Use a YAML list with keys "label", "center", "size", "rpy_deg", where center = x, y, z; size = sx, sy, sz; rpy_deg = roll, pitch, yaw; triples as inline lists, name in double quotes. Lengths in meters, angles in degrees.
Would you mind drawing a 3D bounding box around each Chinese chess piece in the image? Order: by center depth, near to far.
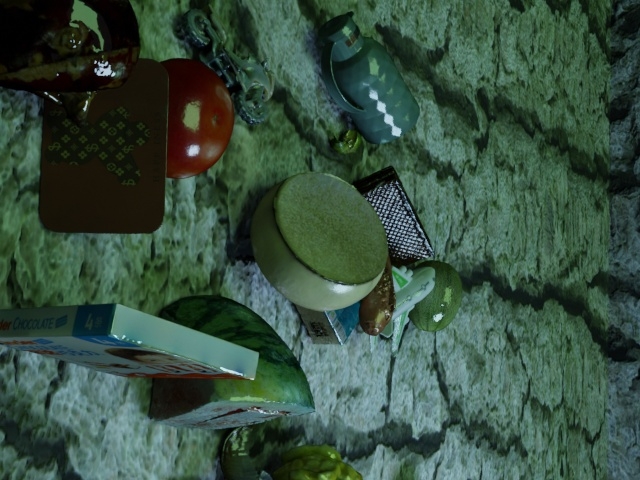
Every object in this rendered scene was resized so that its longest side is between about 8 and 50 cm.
- label: "Chinese chess piece"
  center: [0.000, 0.000, 1.505]
  size: [0.270, 0.112, 0.269]
  rpy_deg: [19, 50, -25]

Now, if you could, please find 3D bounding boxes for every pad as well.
- label: "pad"
  center: [-0.316, -0.142, 1.173]
  size: [0.181, 0.004, 0.266]
  rpy_deg: [1, 83, -12]

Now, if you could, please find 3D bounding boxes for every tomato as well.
- label: "tomato"
  center: [-0.220, -0.196, 1.288]
  size: [0.195, 0.136, 0.195]
  rpy_deg: [-5, 95, -62]

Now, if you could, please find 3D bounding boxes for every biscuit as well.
- label: "biscuit"
  center: [0.168, -0.044, 1.818]
  size: [0.070, 0.106, 0.252]
  rpy_deg: [-97, 160, -56]

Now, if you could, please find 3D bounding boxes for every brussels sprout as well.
- label: "brussels sprout"
  center: [0.054, -0.212, 1.747]
  size: [0.083, 0.046, 0.050]
  rpy_deg: [-27, 112, -41]

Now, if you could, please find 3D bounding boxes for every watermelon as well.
- label: "watermelon"
  center: [-0.169, 0.222, 1.349]
  size: [0.213, 0.201, 0.261]
  rpy_deg: [17, 30, -50]

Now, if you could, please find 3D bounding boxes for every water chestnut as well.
- label: "water chestnut"
  center: [-0.350, -0.263, 1.065]
  size: [0.224, 0.224, 0.238]
  rpy_deg: [-25, 122, -52]

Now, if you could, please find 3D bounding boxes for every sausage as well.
- label: "sausage"
  center: [0.105, 0.058, 1.650]
  size: [0.079, 0.087, 0.326]
  rpy_deg: [43, 27, -37]

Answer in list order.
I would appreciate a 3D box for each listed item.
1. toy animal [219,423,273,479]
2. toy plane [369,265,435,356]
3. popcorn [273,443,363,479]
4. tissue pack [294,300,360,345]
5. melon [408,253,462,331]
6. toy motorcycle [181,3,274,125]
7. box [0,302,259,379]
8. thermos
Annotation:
- label: "toy animal"
  center: [-0.144, 0.414, 1.350]
  size: [0.197, 0.160, 0.272]
  rpy_deg: [33, 54, -45]
- label: "toy plane"
  center: [0.171, 0.129, 1.787]
  size: [0.255, 0.101, 0.251]
  rpy_deg: [-42, 140, -37]
- label: "popcorn"
  center: [-0.008, 0.485, 1.481]
  size: [0.217, 0.181, 0.234]
  rpy_deg: [-47, 130, -53]
- label: "tissue pack"
  center: [0.007, 0.114, 1.615]
  size: [0.120, 0.082, 0.169]
  rpy_deg: [-53, 127, -43]
- label: "melon"
  center: [0.273, 0.125, 1.924]
  size: [0.139, 0.139, 0.192]
  rpy_deg: [24, 71, -50]
- label: "toy motorcycle"
  center: [-0.160, -0.318, 1.435]
  size: [0.229, 0.094, 0.129]
  rpy_deg: [57, 39, -16]
- label: "box"
  center: [-0.270, 0.143, 1.083]
  size: [0.265, 0.274, 0.048]
  rpy_deg: [30, 63, -47]
- label: "thermos"
  center: [0.087, -0.341, 1.719]
  size: [0.286, 0.145, 0.182]
  rpy_deg: [51, 52, -35]
